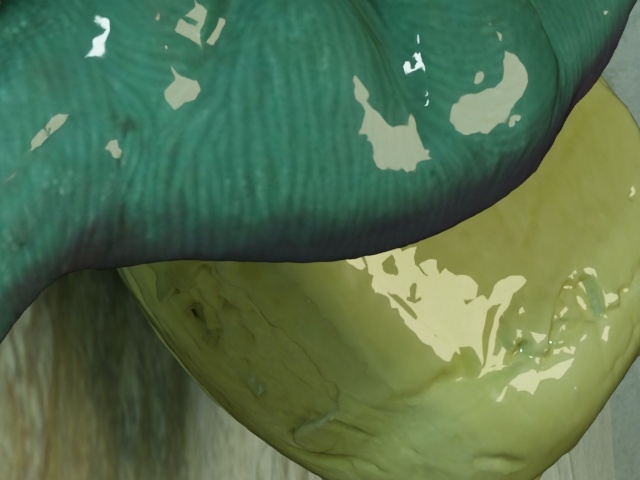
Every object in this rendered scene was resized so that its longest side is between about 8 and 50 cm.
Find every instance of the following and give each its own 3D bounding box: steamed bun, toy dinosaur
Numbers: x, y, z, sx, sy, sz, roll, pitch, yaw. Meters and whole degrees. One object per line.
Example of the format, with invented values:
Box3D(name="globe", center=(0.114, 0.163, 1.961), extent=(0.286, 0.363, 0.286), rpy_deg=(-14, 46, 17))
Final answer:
Box3D(name="steamed bun", center=(0.009, -0.018, 0.636), extent=(0.273, 0.166, 0.232), rpy_deg=(47, 48, -9))
Box3D(name="toy dinosaur", center=(0.000, 0.000, 0.450), extent=(0.129, 0.383, 0.331), rpy_deg=(-36, -125, 58))
